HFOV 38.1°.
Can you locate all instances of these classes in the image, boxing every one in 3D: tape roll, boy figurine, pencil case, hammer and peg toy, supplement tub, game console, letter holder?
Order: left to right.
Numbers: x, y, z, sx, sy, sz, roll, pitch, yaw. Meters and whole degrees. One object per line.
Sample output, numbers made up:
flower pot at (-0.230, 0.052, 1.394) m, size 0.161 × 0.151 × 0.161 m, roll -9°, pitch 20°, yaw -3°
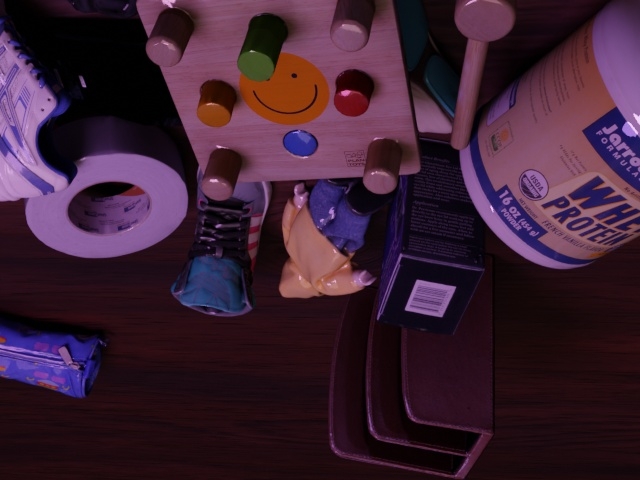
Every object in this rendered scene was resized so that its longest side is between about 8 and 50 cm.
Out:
pencil case at (-0.541, 0.196, 1.657) m, size 0.306 × 0.119 × 0.133 m, roll 14°, pitch 170°, yaw -8°
tape roll at (-0.293, -0.069, 1.269) m, size 0.219 × 0.072 × 0.219 m, roll -12°, pitch 145°, yaw -8°
game console at (-0.238, -0.276, 1.064) m, size 0.213 × 0.044 × 0.361 m, roll 10°, pitch 141°, yaw 14°
boy figurine at (0.013, 0.006, 1.314) m, size 0.177 × 0.092 × 0.285 m, roll 49°, pitch 145°, yaw 19°
hammer and peg toy at (0.019, -0.156, 0.946) m, size 0.361 × 0.127 × 0.266 m, roll -1°, pitch 137°, yaw 14°
letter holder at (0.131, 0.163, 1.353) m, size 0.214 × 0.302 × 0.152 m, roll 11°, pitch 141°, yaw -2°
supplement tub at (0.330, -0.127, 1.005) m, size 0.228 × 0.228 × 0.316 m, roll 26°, pitch 142°, yaw -21°

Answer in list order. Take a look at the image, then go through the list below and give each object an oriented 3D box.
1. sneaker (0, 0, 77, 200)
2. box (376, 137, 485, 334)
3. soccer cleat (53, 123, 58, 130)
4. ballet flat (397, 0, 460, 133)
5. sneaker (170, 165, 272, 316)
sneaker at (-0.362, -0.195, 1.107) m, size 0.131 × 0.112 × 0.296 m, roll -3°, pitch 112°, yaw 3°
box at (0.146, -0.007, 1.216) m, size 0.108 × 0.207 × 0.153 m, roll 10°, pitch 140°, yaw -2°
soccer cleat at (-0.419, -0.179, 1.216) m, size 0.095 × 0.083 × 0.248 m, roll -27°, pitch 132°, yaw 15°
ballet flat at (0.097, -0.212, 1.080) m, size 0.086 × 0.086 × 0.248 m, roll -14°, pitch 137°, yaw 25°
sneaker at (-0.143, 0.011, 1.311) m, size 0.124 × 0.178 × 0.295 m, roll 8°, pitch 141°, yaw 1°
